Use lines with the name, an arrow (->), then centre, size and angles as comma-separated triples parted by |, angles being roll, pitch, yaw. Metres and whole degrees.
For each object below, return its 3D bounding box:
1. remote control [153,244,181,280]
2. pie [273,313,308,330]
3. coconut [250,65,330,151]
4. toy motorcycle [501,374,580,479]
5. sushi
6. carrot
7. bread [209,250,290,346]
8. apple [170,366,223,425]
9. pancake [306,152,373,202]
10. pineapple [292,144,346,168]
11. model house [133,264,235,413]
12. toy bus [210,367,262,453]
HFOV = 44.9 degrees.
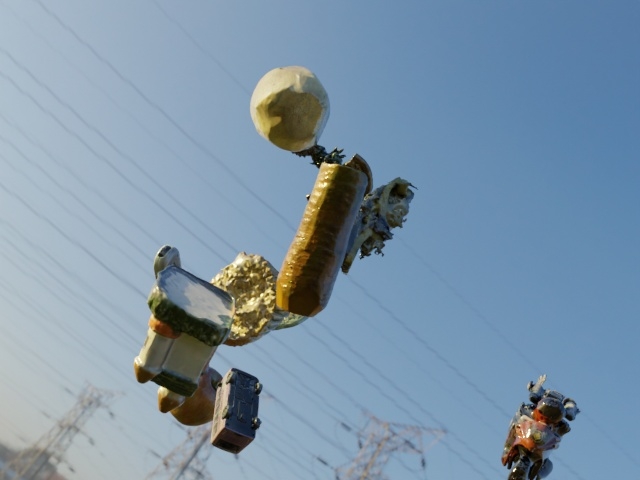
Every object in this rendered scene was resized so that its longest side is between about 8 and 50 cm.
remote control -> -0.410, 0.110, 2.121 | 0.047, 0.087, 0.244 | 23, -40, 18
pie -> -0.139, 0.220, 2.467 | 0.240, 0.240, 0.054 | 12, -65, 37
coconut -> -0.072, -0.328, 1.920 | 0.224, 0.224, 0.224 | 27, -30, 17
toy motorcycle -> 0.517, 0.418, 1.801 | 0.134, 0.401, 0.207 | 25, -70, 21
sushi -> 0.125, -0.036, 1.922 | 0.131, 0.291, 0.139 | 36, -20, 0
carrot -> 0.000, 0.000, 1.508 | 0.114, 0.301, 0.114 | 20, 3, -1
bread -> -0.211, 0.177, 2.216 | 0.274, 0.274, 0.149 | 11, -14, 39
apple -> -0.426, 0.534, 2.677 | 0.188, 0.211, 0.211 | -36, -70, 18
pancake -> 0.059, -0.155, 2.139 | 0.184, 0.020, 0.190 | 6, -65, -15
pineapple -> -0.031, -0.252, 2.072 | 0.221, 0.083, 0.103 | 37, -25, 18
model house -> -0.327, 0.239, 1.714 | 0.190, 0.300, 0.271 | 23, 9, -9
toy bus -> -0.208, 0.418, 1.910 | 0.096, 0.199, 0.108 | 27, -58, -19
